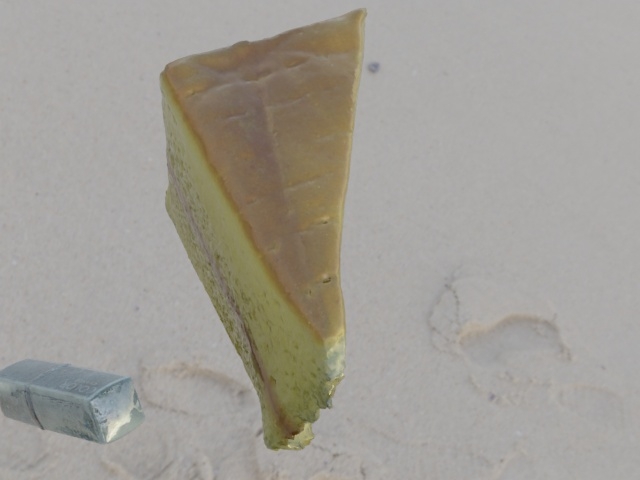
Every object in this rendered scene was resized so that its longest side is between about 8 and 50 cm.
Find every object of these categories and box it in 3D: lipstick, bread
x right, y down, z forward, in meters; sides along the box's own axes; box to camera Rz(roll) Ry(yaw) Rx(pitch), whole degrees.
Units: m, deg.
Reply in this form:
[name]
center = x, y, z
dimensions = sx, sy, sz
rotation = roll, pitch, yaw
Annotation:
[lipstick]
center = -0.344, 0.211, 1.189
dimensions = 0.077, 0.289, 0.076
rotation = -26, 105, -41
[bread]
center = 0.000, 0.000, 0.859
dimensions = 0.244, 0.233, 0.362
rotation = -18, 61, -20
